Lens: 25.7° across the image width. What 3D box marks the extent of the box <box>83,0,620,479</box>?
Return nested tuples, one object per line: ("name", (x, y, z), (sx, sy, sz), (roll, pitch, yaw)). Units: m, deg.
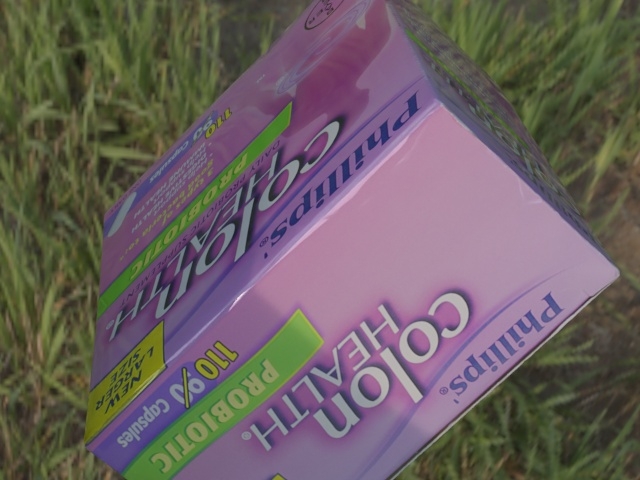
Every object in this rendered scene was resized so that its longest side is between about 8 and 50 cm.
("box", (0.000, 0.000, 0.692), (0.117, 0.213, 0.243), (40, 15, -22))
